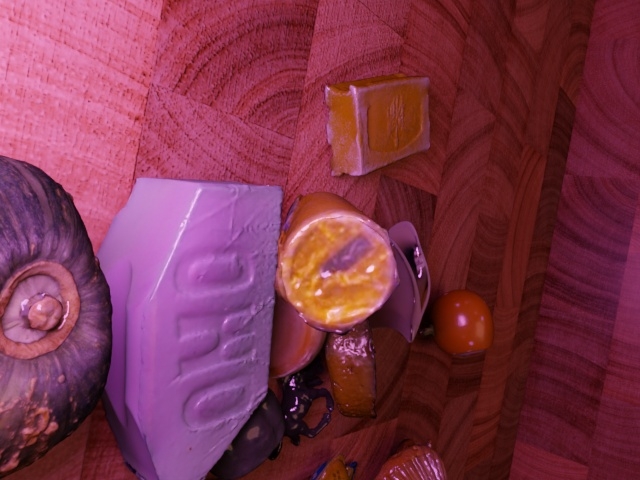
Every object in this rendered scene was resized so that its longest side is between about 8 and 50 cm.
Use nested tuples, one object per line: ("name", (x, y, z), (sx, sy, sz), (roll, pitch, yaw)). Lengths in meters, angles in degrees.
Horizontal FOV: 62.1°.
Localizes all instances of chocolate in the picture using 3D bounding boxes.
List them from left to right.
("chocolate", (0.000, 0.000, 0.879), (0.445, 0.161, 0.162), (-115, -155, -77))

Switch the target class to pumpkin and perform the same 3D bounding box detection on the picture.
("pumpkin", (-0.360, 0.081, 0.507), (0.291, 0.257, 0.328), (-22, 112, -62))

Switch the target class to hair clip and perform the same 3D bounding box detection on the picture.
("hair clip", (0.179, 0.094, 1.297), (0.113, 0.172, 0.283), (-2, 88, -44))

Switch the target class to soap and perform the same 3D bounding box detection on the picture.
("soap", (-0.200, 0.131, 0.809), (0.261, 0.156, 0.447), (-4, 102, -52))
("soap", (0.139, -0.268, 1.204), (0.314, 0.091, 0.200), (-25, 118, -46))

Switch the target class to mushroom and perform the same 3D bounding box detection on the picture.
("mushroom", (0.274, 0.630, 1.593), (0.129, 0.073, 0.088), (-31, 113, -2))

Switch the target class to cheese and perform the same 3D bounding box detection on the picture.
("cheese", (0.032, 0.601, 1.288), (0.270, 0.069, 0.177), (25, 80, -62))

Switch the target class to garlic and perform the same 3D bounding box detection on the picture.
("garlic", (-0.071, 0.143, 1.018), (0.164, 0.145, 0.245), (-8, 105, -19))

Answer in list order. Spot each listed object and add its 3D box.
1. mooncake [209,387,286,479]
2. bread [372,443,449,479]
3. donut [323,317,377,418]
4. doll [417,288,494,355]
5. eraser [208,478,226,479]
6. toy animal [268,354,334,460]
("mooncake", (-0.153, 0.326, 0.949), (0.175, 0.168, 0.104), (-80, 147, -60))
("bread", (0.258, 0.713, 1.500), (0.273, 0.149, 0.274), (-16, 123, -26))
("donut", (0.056, 0.245, 1.127), (0.272, 0.107, 0.273), (173, -90, -90))
("doll", (0.392, 0.250, 1.594), (0.235, 0.213, 0.214), (-8, 110, -7))
("eraser", (-0.262, 0.488, 0.877), (0.343, 0.078, 0.144), (25, 78, -51))
("toy animal", (-0.048, 0.350, 1.133), (0.148, 0.084, 0.233), (34, 72, -38))
